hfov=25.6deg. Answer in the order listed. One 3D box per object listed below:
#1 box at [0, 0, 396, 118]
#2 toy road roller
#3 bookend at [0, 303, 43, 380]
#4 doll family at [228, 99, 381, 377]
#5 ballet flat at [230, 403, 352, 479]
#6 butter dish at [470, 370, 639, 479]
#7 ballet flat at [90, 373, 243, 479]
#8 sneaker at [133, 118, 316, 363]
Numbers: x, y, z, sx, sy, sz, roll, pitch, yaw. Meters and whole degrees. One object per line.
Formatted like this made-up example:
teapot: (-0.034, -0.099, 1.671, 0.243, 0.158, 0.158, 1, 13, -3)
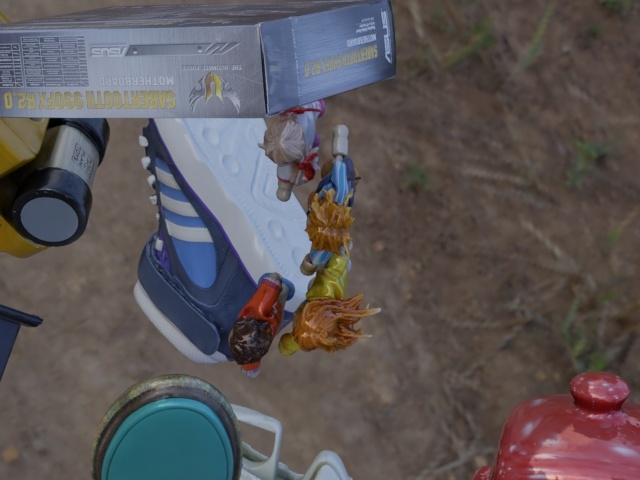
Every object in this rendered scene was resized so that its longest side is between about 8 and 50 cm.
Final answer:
box: (-0.091, -0.118, 0.906, 0.183, 0.231, 0.056, -29, 118, -60)
toy road roller: (-0.435, -0.116, 1.747, 0.329, 0.241, 0.202, 51, 25, -32)
bookend: (-0.370, 0.124, 1.386, 0.072, 0.157, 0.156, 26, 80, -46)
doll family: (0.000, 0.000, 1.157, 0.163, 0.118, 0.263, -69, 169, -75)
ballet flat: (-0.056, 0.293, 1.710, 0.409, 0.147, 0.147, 27, 26, 3)
butter dish: (0.164, 0.136, 0.847, 0.160, 0.160, 0.118, -49, 141, -69)
ballet flat: (-0.122, 0.196, 1.163, 0.348, 0.123, 0.123, 89, -1, -45)
sneaker: (-0.148, -0.026, 1.447, 0.130, 0.236, 0.322, -25, 85, -52)
